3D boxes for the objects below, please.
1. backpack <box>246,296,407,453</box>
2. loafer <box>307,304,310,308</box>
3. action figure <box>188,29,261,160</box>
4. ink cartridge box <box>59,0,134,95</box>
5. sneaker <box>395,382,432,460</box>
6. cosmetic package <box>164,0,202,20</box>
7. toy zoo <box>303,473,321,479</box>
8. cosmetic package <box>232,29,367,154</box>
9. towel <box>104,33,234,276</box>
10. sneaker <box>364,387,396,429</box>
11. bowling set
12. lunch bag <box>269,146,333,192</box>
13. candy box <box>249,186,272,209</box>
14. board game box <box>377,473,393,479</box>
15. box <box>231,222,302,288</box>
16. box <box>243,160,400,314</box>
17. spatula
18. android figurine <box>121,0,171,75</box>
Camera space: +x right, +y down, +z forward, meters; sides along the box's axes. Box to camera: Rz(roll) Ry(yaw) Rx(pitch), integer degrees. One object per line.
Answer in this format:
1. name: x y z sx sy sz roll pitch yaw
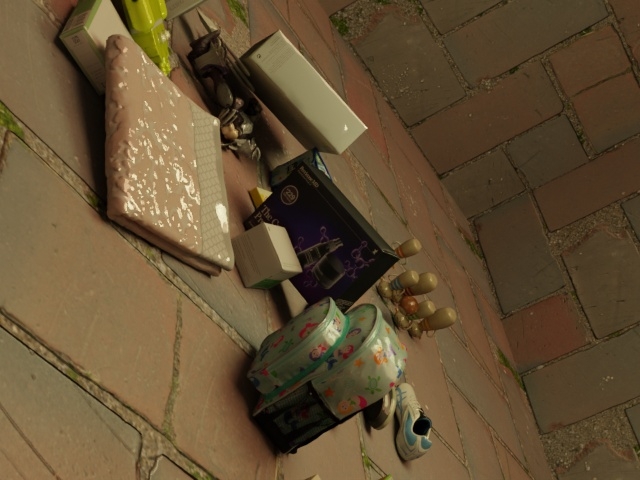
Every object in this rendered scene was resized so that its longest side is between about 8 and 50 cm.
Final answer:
1. backpack: 0.013 0.210 1.554 0.191 0.253 0.225 59 18 -12
2. loafer: 0.011 0.163 1.922 0.076 0.078 0.223 61 17 -7
3. action figure: -0.195 -0.301 2.005 0.185 0.099 0.285 -51 117 -83
4. ink cartridge box: -0.349 -0.299 1.614 0.171 0.056 0.235 -92 158 -54
5. sneaker: 0.216 0.411 2.141 0.085 0.086 0.237 53 18 -25
6. cosmetic package: -0.296 -0.598 2.062 0.151 0.151 0.183 59 17 -15
7. toy zoo: 0.022 0.533 1.465 0.293 0.030 0.192 64 17 5
8. cosmetic package: -0.061 -0.332 2.131 0.284 0.097 0.377 49 -4 -14
9. towel: -0.252 -0.134 1.555 0.317 0.053 0.331 38 39 -56
10. sneaker: 0.092 0.296 1.997 0.118 0.083 0.222 28 40 -30
11. bowling set: 0.222 0.152 2.523 0.200 0.154 0.287 -23 87 -55
12. lunch bag: -0.042 -0.126 2.128 0.096 0.129 0.151 37 31 -57
13. candy box: -0.086 -0.014 2.000 0.105 0.027 0.206 13 51 -66
14. board game box: 0.115 0.529 1.743 0.124 0.039 0.259 64 14 9
15. box: -0.105 0.031 1.769 0.102 0.087 0.101 66 17 14
16. box: 0.000 0.000 1.841 0.261 0.184 0.103 49 10 24
17. spatula: -0.207 -0.411 2.117 0.242 0.019 0.168 55 -9 31
18. android figurine: -0.332 -0.442 1.750 0.248 0.056 0.273 -97 174 -73
